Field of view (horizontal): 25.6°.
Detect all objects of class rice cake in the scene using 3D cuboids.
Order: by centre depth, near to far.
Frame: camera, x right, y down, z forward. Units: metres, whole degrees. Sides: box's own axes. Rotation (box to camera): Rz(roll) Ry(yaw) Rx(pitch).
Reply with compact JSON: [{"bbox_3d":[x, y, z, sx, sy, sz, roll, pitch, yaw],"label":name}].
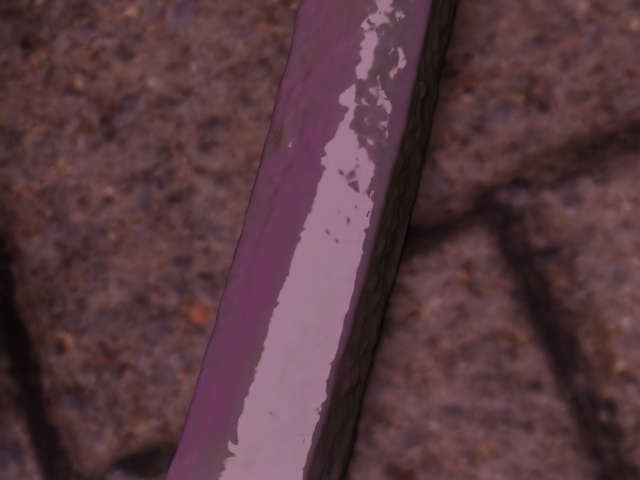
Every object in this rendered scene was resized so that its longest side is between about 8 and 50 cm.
[{"bbox_3d":[0.000,0.000,0.601,0.072,0.056,0.365,14,85,21],"label":"rice cake"}]
